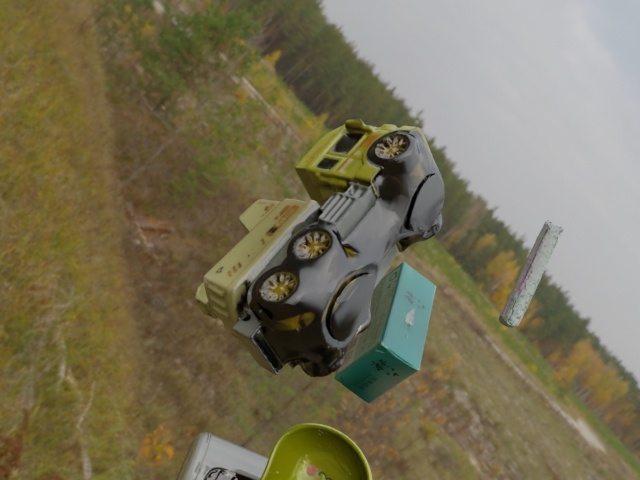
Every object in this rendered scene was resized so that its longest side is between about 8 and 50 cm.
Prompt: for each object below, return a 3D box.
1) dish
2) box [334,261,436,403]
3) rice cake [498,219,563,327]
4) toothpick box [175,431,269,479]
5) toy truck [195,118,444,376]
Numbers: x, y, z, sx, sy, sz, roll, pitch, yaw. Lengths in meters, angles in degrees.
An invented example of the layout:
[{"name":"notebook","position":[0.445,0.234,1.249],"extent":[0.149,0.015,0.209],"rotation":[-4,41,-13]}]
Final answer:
[{"name":"dish","position":[-0.012,0.511,1.505],"extent":[0.221,0.262,0.108],"rotation":[27,-14,24]},{"name":"box","position":[0.130,0.176,1.462],"extent":[0.092,0.153,0.245],"rotation":[37,40,-11]},{"name":"rice cake","position":[0.367,0.058,1.299],"extent":[0.033,0.207,0.033],"rotation":[30,-11,-11]},{"name":"toothpick box","position":[-0.173,0.586,1.718],"extent":[0.316,0.229,0.229],"rotation":[24,14,-8]},{"name":"toy truck","position":[0.000,0.000,1.115],"extent":[0.254,0.405,0.180],"rotation":[20,-30,38]}]
